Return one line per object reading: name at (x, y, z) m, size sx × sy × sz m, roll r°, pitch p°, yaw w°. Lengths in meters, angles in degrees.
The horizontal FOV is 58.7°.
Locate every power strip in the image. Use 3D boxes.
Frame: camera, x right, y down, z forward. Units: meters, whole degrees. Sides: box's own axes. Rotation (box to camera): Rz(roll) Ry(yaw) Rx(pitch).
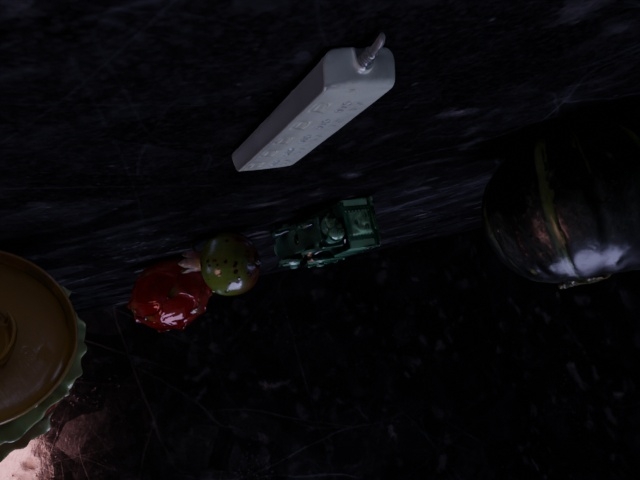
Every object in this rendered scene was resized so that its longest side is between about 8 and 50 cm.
power strip at (-0.012, -0.104, 0.480) m, size 0.060 × 0.027 × 0.253 m, roll -11°, pitch 174°, yaw -28°

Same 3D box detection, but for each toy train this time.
toy train at (0.000, 0.000, 1.145) m, size 0.154 × 0.115 × 0.269 m, roll -8°, pitch 172°, yaw -27°

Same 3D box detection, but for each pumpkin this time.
pumpkin at (0.415, -0.056, 0.896) m, size 0.323 × 0.241 × 0.323 m, roll -15°, pitch 173°, yaw -2°

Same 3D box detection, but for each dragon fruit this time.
dragon fruit at (-0.344, 0.126, 1.319) m, size 0.210 × 0.172 × 0.172 m, roll -27°, pitch 178°, yaw -15°

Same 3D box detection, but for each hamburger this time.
hamburger at (-0.458, 0.154, 0.739) m, size 0.274 × 0.274 × 0.212 m, roll -9°, pitch 158°, yaw -37°

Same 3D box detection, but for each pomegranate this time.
pomegranate at (-0.192, 0.049, 1.128) m, size 0.159 × 0.129 × 0.129 m, roll -9°, pitch 179°, yaw 40°
